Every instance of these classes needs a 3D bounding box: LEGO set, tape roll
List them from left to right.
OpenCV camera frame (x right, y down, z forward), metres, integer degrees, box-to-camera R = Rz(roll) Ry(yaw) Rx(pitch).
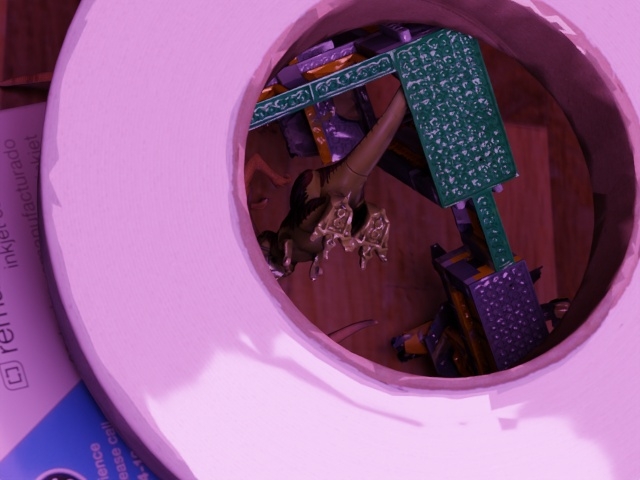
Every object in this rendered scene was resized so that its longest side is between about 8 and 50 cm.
[{"bbox_3d":[0.000,0.000,1.058,0.255,0.192,0.331,-31,112,-8],"label":"LEGO set"},{"bbox_3d":[0.055,-0.024,0.888,0.392,0.072,0.392,2,79,-11],"label":"tape roll"}]

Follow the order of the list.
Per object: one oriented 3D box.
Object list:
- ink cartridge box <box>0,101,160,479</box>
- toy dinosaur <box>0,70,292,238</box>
[{"bbox_3d":[-0.293,0.117,0.912,0.395,0.166,0.285,-13,75,-23],"label":"ink cartridge box"},{"bbox_3d":[-0.083,-0.067,1.116,0.211,0.064,0.112,45,64,1],"label":"toy dinosaur"}]
